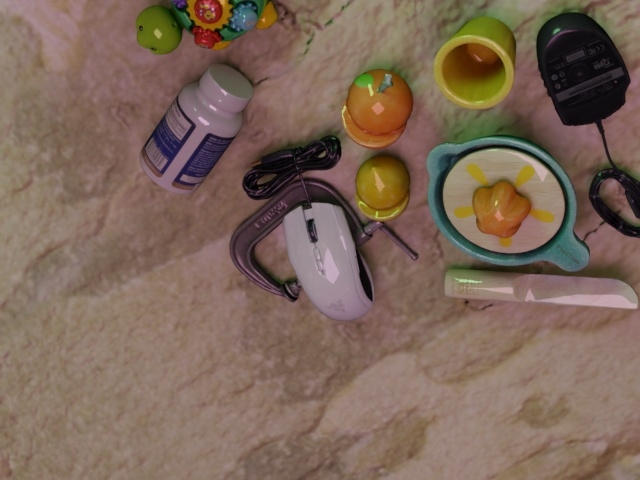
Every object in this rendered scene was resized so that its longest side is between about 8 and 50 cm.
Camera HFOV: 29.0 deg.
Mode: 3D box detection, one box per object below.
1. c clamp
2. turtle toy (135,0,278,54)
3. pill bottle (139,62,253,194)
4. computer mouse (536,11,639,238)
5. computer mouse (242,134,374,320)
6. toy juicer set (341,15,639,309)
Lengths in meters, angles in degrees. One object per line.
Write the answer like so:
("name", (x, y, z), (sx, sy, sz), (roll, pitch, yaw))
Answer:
("c clamp", (-0.007, 0.009, 1.231), (0.160, 0.022, 0.137), (-33, 109, 25))
("turtle toy", (-0.105, -0.208, 1.099), (0.130, 0.066, 0.095), (-23, 113, 22))
("pill bottle", (-0.114, -0.106, 1.160), (0.067, 0.067, 0.120), (34, 120, -9))
("computer mouse", (0.253, -0.101, 1.111), (0.071, 0.041, 0.242), (-20, 120, 12))
("computer mouse", (0.000, 0.000, 1.191), (0.106, 0.042, 0.193), (-16, 110, 18))
("toy juicer set", (0.134, -0.028, 1.128), (0.209, 0.089, 0.329), (-16, 117, 29))
